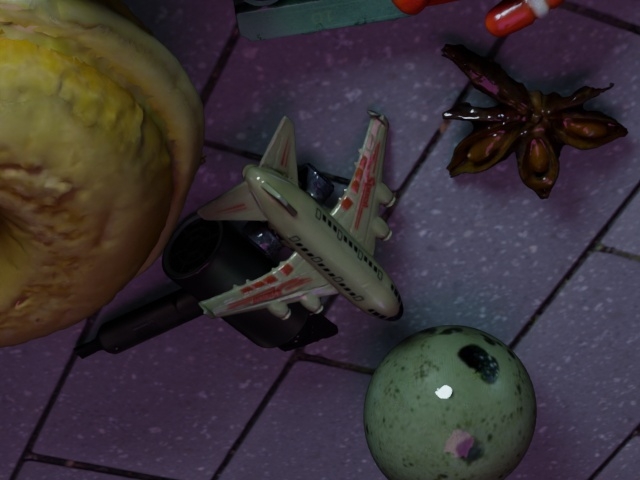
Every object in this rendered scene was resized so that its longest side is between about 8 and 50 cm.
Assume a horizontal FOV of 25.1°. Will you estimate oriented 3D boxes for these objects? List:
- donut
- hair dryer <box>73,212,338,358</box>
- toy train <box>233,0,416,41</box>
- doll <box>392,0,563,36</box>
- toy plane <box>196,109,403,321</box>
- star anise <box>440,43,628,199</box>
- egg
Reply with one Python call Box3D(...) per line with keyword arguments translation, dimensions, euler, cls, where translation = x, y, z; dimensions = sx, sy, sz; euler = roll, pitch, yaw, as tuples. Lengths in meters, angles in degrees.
Box3D(translation=(-0.303, -0.064, 1.146), dimensions=(0.449, 0.198, 0.449), euler=(-4, 146, -2), cls="donut")
Box3D(translation=(-0.135, 0.083, 1.448), dimensions=(0.248, 0.078, 0.195), euler=(-22, 135, 27), cls="hair dryer")
Box3D(translation=(-0.001, -0.211, 1.163), dimensions=(0.172, 0.070, 0.099), euler=(-9, 144, 0), cls="toy train")
Box3D(translation=(0.214, -0.256, 1.102), dimensions=(0.336, 0.105, 0.200), euler=(-11, 125, -11), cls="doll")
Box3D(translation=(0.000, 0.000, 1.335), dimensions=(0.242, 0.104, 0.256), euler=(-48, 139, -3), cls="toy plane")
Box3D(translation=(0.181, -0.097, 1.312), dimensions=(0.212, 0.053, 0.157), euler=(9, 132, -19), cls="star anise")
Box3D(translation=(0.129, 0.187, 1.505), dimensions=(0.177, 0.177, 0.228), euler=(7, 145, -15), cls="egg")
